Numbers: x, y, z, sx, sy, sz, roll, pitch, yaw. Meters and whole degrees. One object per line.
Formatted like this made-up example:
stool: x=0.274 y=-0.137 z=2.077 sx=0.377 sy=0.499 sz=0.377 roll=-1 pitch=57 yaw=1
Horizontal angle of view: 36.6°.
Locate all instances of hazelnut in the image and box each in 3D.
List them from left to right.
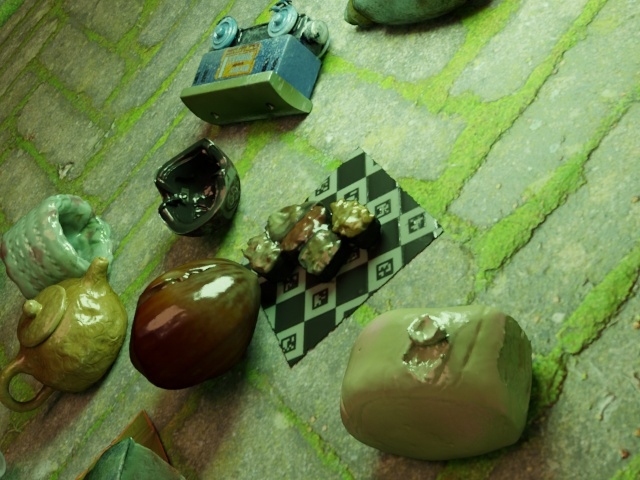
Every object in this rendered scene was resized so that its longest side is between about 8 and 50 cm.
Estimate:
hazelnut: x=-0.187 y=0.114 z=1.434 sx=0.212 sy=0.181 sz=0.181 roll=-110 pitch=33 yaw=-62

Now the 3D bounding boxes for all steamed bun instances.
steamed bun: x=0.116 y=0.151 z=1.108 sx=0.238 sy=0.152 sz=0.170 roll=-10 pitch=50 yaw=37

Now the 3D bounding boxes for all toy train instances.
toy train: x=-0.114 y=-0.321 z=1.796 sx=0.299 sy=0.131 sz=0.202 roll=-1 pitch=65 yaw=46

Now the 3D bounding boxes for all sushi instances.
sushi: x=0.000 y=0.000 z=1.442 sx=0.294 sy=0.059 sz=0.292 roll=-44 pitch=37 yaw=7

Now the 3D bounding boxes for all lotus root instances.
lotus root: x=0.141 y=-0.442 z=1.619 sx=0.322 sy=0.140 sz=0.158 roll=-9 pitch=52 yaw=45

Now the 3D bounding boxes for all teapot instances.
teapot: x=-0.459 y=0.161 z=1.685 sx=0.311 sy=0.167 sz=0.203 roll=-51 pitch=37 yaw=-1

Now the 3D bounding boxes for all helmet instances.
helmet: x=-0.200 y=-0.080 z=1.687 sx=0.153 sy=0.107 sz=0.177 roll=-28 pitch=61 yaw=23

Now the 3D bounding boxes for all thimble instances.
thimble: x=-0.495 y=0.018 z=1.849 sx=0.149 sy=0.185 sz=0.211 roll=-34 pitch=5 yaw=18

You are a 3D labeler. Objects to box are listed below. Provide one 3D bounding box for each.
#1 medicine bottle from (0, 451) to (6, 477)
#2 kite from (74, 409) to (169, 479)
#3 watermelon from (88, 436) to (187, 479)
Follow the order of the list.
medicine bottle: x=-0.640 y=0.428 z=1.675 sx=0.212 sy=0.122 sz=0.122 roll=-33 pitch=39 yaw=21
kite: x=-0.306 y=0.419 z=1.429 sx=0.327 sy=0.013 sz=0.377 roll=-16 pitch=47 yaw=36
watermelon: x=-0.186 y=0.381 z=1.167 sx=0.148 sy=0.318 sz=0.226 roll=-21 pitch=4 yaw=39
